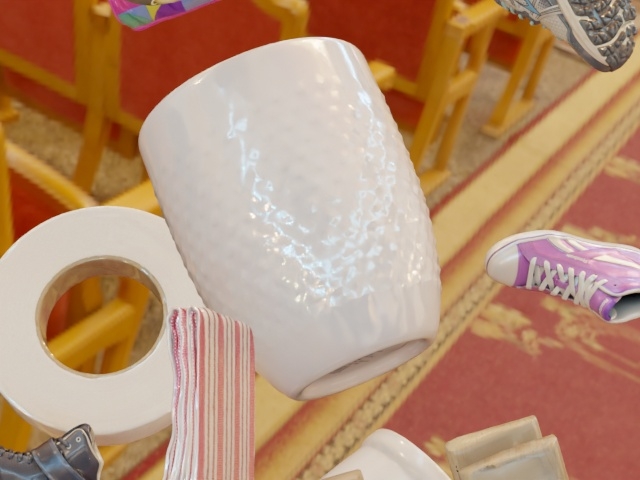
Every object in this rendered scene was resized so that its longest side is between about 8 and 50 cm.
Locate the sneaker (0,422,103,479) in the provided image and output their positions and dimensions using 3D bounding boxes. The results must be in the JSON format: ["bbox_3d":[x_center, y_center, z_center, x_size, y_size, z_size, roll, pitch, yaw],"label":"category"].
[{"bbox_3d":[-0.378,0.265,1.515,0.226,0.163,0.086,45,-6,0],"label":"sneaker"}]

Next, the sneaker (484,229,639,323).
[{"bbox_3d":[0.413,0.064,1.946,0.282,0.102,0.161,2,30,1],"label":"sneaker"}]

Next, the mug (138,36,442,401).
[{"bbox_3d":[0.000,0.000,1.346,0.328,0.276,0.374,67,13,16],"label":"mug"}]

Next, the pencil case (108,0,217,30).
[{"bbox_3d":[-0.139,-0.320,1.406,0.236,0.104,0.104,-16,34,3],"label":"pencil case"}]

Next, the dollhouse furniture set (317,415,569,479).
[{"bbox_3d":[0.181,0.262,0.674,0.394,0.256,0.362,-18,6,-1],"label":"dollhouse furniture set"}]

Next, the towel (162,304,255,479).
[{"bbox_3d":[-0.081,0.127,0.889,0.029,0.144,0.197,-1,-9,9],"label":"towel"}]

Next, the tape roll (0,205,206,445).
[{"bbox_3d":[-0.342,0.131,1.900,0.392,0.072,0.391,1,65,-3],"label":"tape roll"}]

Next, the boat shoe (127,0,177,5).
[{"bbox_3d":[-0.135,-0.308,1.215,0.109,0.091,0.305,37,24,-4],"label":"boat shoe"}]

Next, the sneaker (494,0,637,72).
[{"bbox_3d":[0.288,-0.324,1.524,0.110,0.122,0.283,-29,81,-34],"label":"sneaker"}]

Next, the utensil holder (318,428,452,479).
[{"bbox_3d":[0.036,0.515,1.733,0.385,0.327,0.327,-34,53,-19],"label":"utensil holder"}]
